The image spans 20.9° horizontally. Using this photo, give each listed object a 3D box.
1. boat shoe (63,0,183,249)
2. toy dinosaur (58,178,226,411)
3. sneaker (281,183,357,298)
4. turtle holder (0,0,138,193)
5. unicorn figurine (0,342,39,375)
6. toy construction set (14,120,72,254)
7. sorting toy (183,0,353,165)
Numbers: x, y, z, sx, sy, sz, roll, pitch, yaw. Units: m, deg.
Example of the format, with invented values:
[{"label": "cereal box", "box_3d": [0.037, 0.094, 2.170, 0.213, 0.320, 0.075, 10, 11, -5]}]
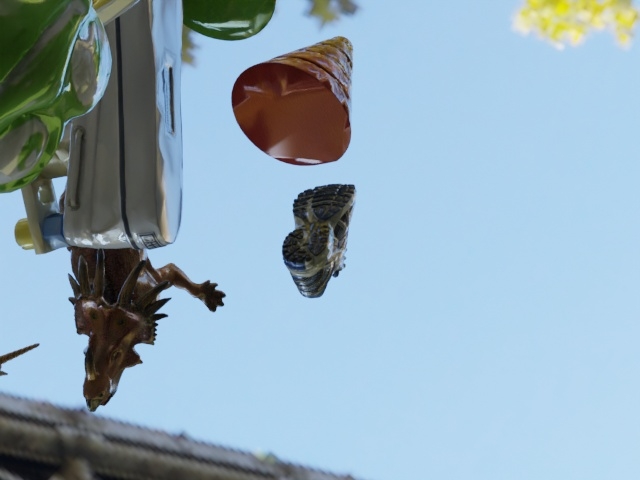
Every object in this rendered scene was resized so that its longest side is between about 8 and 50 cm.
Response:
[{"label": "boat shoe", "box_3d": [-0.144, -0.121, 1.183, 0.095, 0.084, 0.258, 49, -141, -72]}, {"label": "toy dinosaur", "box_3d": [-0.215, 0.008, 1.734, 0.127, 0.295, 0.200, -29, -10, 13]}, {"label": "sneaker", "box_3d": [0.000, 0.000, 1.480, 0.135, 0.052, 0.058, -63, -33, -51]}, {"label": "turtle holder", "box_3d": [-0.127, -0.176, 0.615, 0.243, 0.320, 0.227, -41, -45, -18]}, {"label": "unicorn figurine", "box_3d": [-0.292, 0.082, 1.181, 0.162, 0.111, 0.060, -33, -15, -30]}, {"label": "toy construction set", "box_3d": [-0.235, -0.171, 1.502, 0.215, 0.151, 0.327, -63, -28, -47]}, {"label": "sorting toy", "box_3d": [-0.062, -0.245, 1.573, 0.365, 0.127, 0.126, 58, -137, -25]}]
